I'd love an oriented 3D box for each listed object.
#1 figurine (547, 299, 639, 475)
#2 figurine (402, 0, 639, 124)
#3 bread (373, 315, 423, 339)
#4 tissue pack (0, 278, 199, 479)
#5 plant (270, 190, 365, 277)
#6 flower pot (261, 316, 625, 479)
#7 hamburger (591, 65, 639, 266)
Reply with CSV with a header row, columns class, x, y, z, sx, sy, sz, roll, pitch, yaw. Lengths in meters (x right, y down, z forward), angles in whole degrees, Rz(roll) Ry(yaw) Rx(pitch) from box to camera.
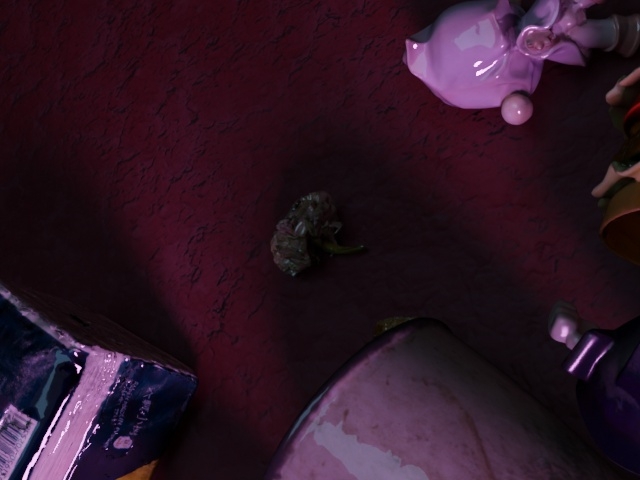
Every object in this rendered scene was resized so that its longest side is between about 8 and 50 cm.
class,x,y,z,sx,sy,sz,roll,pitch,yaw
figurine,0.322,0.139,0.728,0.309,0.308,0.143,8,87,36
figurine,0.238,-0.241,1.039,0.276,0.133,0.200,-15,60,28
bread,0.106,0.132,1.014,0.083,0.077,0.070,-10,63,30
tissue pack,-0.394,0.301,1.173,0.264,0.253,0.416,23,85,37
plant,0.000,0.000,1.157,0.122,0.104,0.116,28,129,8
flower pot,0.146,0.282,0.808,0.330,0.294,0.293,37,94,31
hamburger,0.394,-0.086,0.785,0.275,0.274,0.212,4,73,35
